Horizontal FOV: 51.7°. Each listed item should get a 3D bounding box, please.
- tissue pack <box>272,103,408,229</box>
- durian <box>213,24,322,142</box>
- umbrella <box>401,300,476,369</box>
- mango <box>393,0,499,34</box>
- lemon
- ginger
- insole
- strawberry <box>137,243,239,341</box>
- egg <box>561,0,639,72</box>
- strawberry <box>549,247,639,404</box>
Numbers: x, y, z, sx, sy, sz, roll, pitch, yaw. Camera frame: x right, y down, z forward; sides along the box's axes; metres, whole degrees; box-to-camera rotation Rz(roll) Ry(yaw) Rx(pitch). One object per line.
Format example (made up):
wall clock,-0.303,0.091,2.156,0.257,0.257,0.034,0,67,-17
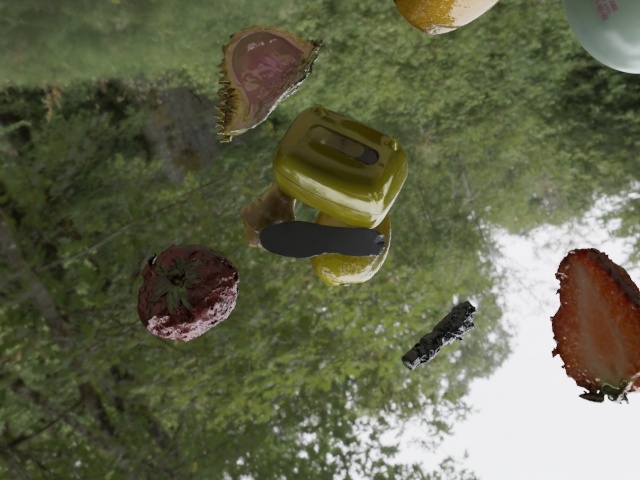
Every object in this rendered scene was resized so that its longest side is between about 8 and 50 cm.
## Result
tissue pack,0.027,-0.104,0.912,0.178,0.127,0.123,25,-115,9
durian,-0.147,-0.313,1.408,0.305,0.186,0.195,-60,-176,-20
umbrella,0.275,0.220,1.499,0.224,0.080,0.071,-30,-141,-29
mango,0.200,-0.415,0.884,0.187,0.359,0.143,6,-114,3
lemon,0.061,-0.003,1.392,0.170,0.207,0.170,13,175,1
ginger,-0.064,-0.092,1.430,0.294,0.131,0.086,-47,173,14
insole,0.000,0.000,0.951,0.189,0.064,0.004,2,-149,16
strawberry,-0.324,0.137,1.637,0.274,0.220,0.274,-11,-127,15
egg,0.428,-0.361,0.914,0.183,0.264,0.183,-20,178,-1
strawberry,0.452,0.127,1.011,0.175,0.235,0.107,15,-161,37
